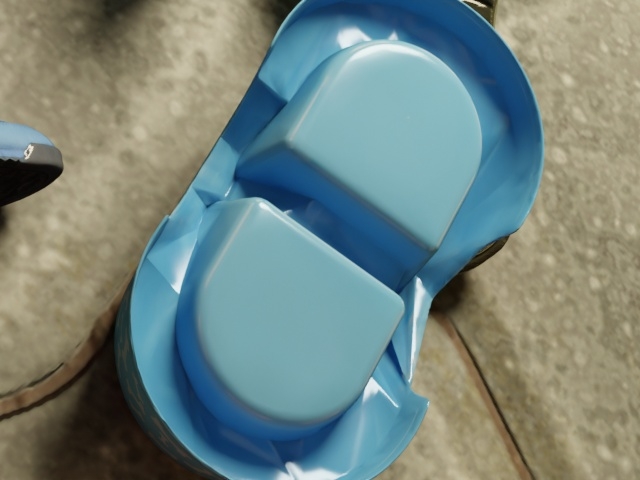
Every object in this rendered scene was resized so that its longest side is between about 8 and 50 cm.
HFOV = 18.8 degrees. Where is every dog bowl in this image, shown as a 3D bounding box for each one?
[{"bbox_3d":[0.000,0.000,1.002,0.166,0.074,0.297,36,63,-13],"label":"dog bowl"}]

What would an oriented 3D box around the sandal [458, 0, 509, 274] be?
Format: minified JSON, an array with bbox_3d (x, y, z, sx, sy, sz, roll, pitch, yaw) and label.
[{"bbox_3d":[0.052,-0.128,1.143,0.120,0.086,0.303,2,83,-16],"label":"sandal"}]

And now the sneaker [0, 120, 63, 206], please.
[{"bbox_3d":[-0.218,-0.057,0.909,0.209,0.069,0.082,0,64,-37],"label":"sneaker"}]
